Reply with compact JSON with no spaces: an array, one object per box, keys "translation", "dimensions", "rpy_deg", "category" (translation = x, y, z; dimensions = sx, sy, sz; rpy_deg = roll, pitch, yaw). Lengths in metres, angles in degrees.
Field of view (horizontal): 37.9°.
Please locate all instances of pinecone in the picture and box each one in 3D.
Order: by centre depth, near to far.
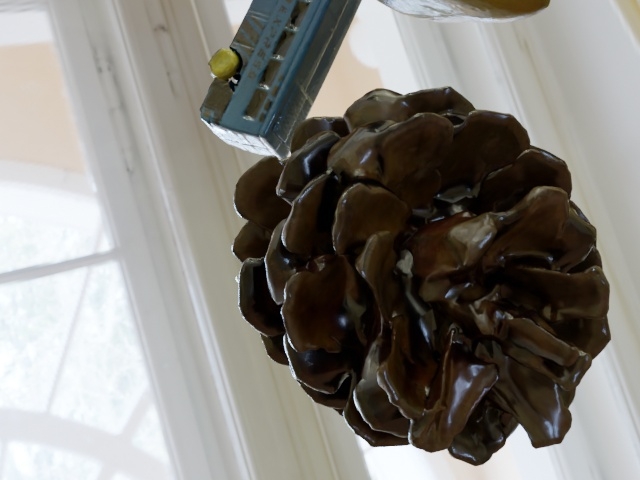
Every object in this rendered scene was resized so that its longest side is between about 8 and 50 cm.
[{"translation":[0.051,0.019,0.480],"dimensions":[0.184,0.179,0.204],"rpy_deg":[-23,23,10],"category":"pinecone"}]

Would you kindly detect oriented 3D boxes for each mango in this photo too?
[{"translation":[0.121,-0.348,1.112],"dimensions":[0.195,0.142,0.331],"rpy_deg":[28,4,-35],"category":"mango"}]

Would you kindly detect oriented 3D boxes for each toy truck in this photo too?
[{"translation":[-0.062,-0.339,1.619],"dimensions":[0.162,0.385,0.161],"rpy_deg":[22,-8,19],"category":"toy truck"}]

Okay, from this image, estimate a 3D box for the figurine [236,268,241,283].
[{"translation":[0.008,-0.002,0.854],"dimensions":[0.129,0.109,0.178],"rpy_deg":[4,-50,-29],"category":"figurine"}]
